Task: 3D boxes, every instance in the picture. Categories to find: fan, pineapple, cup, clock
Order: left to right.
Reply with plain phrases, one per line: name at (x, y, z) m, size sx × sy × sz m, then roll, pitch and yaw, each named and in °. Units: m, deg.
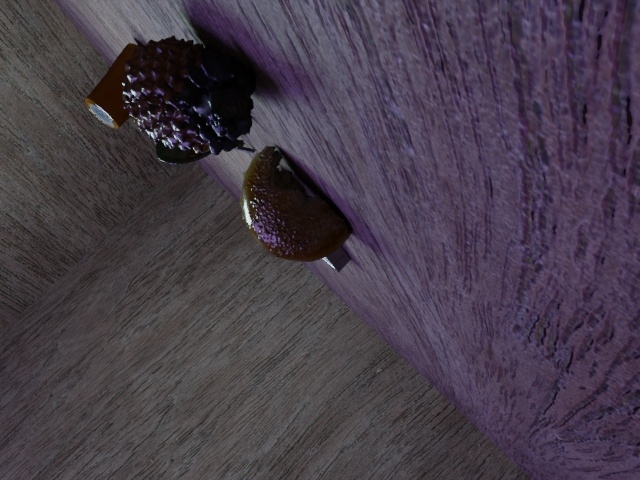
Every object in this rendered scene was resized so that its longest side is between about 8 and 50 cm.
cup at (-0.607, -0.487, 1.849) m, size 0.226 × 0.263 × 0.182 m, roll 33°, pitch 163°, yaw 12°
pineapple at (-0.216, -0.261, 1.044) m, size 0.357 × 0.223 × 0.223 m, roll 25°, pitch 160°, yaw 50°
fan at (-0.351, -0.320, 1.716) m, size 0.012 × 0.295 × 0.223 m, roll 82°, pitch 179°, yaw -53°
clock at (0.000, 0.000, 1.807) m, size 0.150 × 0.063 × 0.197 m, roll 39°, pitch 171°, yaw 46°

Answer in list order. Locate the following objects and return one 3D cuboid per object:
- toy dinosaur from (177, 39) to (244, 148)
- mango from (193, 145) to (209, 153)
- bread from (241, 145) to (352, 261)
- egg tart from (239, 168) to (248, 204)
toy dinosaur at (-0.236, -0.310, 1.331) m, size 0.147 × 0.076 × 0.363 m, roll 50°, pitch 180°, yaw 26°
mango at (-0.374, -0.364, 1.645) m, size 0.252 × 0.126 × 0.154 m, roll 51°, pitch 172°, yaw 18°
bread at (-0.086, -0.061, 1.399) m, size 0.314 × 0.192 × 0.171 m, roll 47°, pitch 175°, yaw -13°
egg tart at (-0.179, -0.106, 2.023) m, size 0.341 × 0.129 × 0.341 m, roll 43°, pitch 173°, yaw 7°
